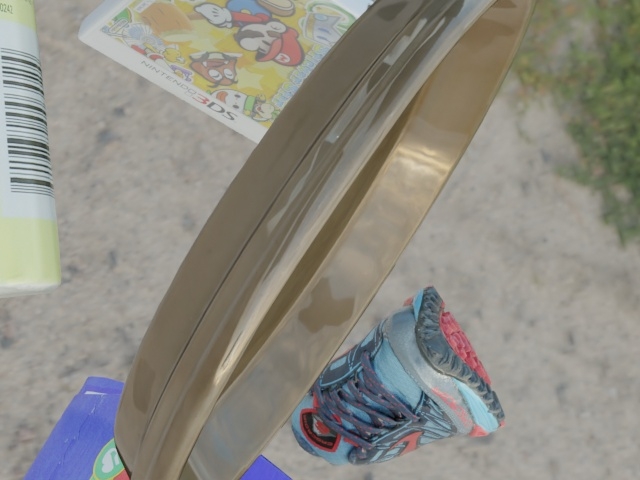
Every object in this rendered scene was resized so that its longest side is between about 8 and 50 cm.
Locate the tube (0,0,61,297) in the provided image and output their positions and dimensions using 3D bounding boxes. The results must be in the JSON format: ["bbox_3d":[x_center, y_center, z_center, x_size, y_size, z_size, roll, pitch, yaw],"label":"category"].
[{"bbox_3d":[-0.101,-0.104,0.367,0.062,0.070,0.240,0,85,-57],"label":"tube"}]

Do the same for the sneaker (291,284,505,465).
[{"bbox_3d":[0.045,0.115,1.068,0.125,0.262,0.104,-28,78,-9],"label":"sneaker"}]

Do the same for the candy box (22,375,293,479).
[{"bbox_3d":[-0.063,0.274,0.887,0.317,0.122,0.268,42,65,-30],"label":"candy box"}]

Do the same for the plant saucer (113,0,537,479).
[{"bbox_3d":[0.000,0.000,0.639,0.041,0.278,0.278,33,50,9],"label":"plant saucer"}]

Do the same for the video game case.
[{"bbox_3d":[-0.056,-0.160,1.251,0.206,0.227,0.026,29,59,-24],"label":"video game case"}]
